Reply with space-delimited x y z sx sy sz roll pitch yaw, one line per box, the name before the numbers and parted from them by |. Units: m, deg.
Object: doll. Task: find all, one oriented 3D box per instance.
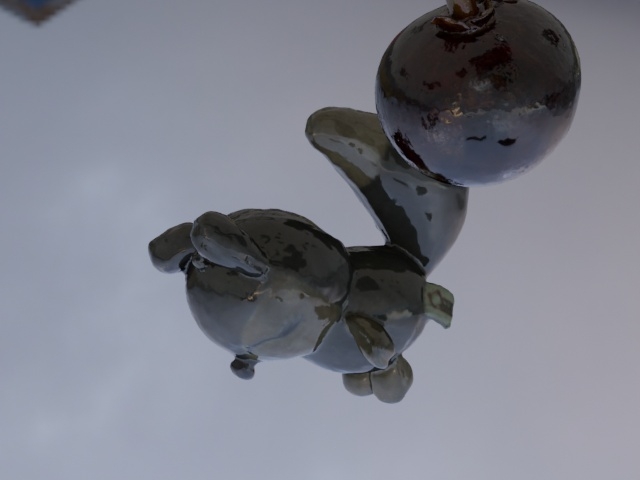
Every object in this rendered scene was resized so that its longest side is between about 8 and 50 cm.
doll | -0.019 0.000 2.143 0.382 0.378 0.252 27 156 -29

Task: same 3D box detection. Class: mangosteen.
mangosteen | 0.169 -0.194 1.853 0.235 0.261 0.235 -12 -147 8
